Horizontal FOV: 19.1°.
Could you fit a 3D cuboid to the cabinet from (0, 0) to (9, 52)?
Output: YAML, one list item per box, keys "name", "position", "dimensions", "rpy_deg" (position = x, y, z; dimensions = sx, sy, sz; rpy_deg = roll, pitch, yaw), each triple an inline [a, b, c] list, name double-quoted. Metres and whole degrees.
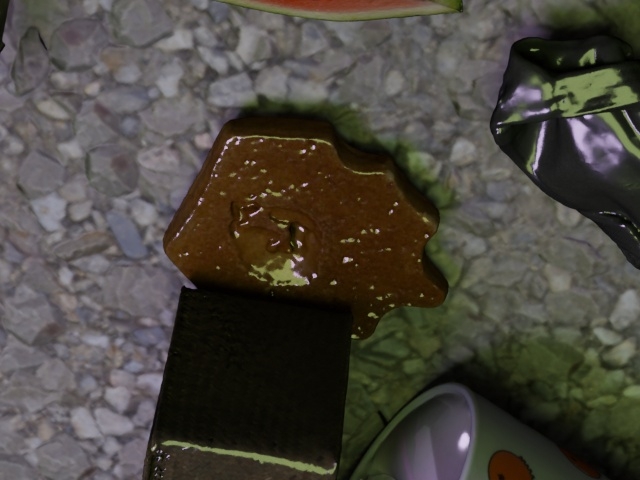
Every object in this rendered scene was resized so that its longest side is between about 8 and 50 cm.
- name: "cabinet"
  position: [-0.330, -0.216, 1.192]
  dimensions: [0.290, 0.227, 0.318]
  rpy_deg: [13, 109, -5]

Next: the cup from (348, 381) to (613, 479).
- name: "cup"
  position: [0.183, 0.279, 1.497]
  dimensions: [0.317, 0.212, 0.212]
  rpy_deg: [32, 118, -15]

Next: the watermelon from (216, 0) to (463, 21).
- name: "watermelon"
  position: [0.004, -0.231, 1.278]
  dimensions: [0.193, 0.137, 0.145]
  rpy_deg: [3, 87, 2]

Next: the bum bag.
- name: "bum bag"
  position: [0.254, -0.041, 1.382]
  dimensions: [0.326, 0.080, 0.142]
  rpy_deg: [40, 123, -22]

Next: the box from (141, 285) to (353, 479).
- name: "box"
  position: [-0.065, 0.195, 1.459]
  dimensions: [0.143, 0.184, 0.273]
  rpy_deg: [9, 130, -1]

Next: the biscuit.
- name: "biscuit"
  position: [0.000, -0.001, 1.443]
  dimensions: [0.215, 0.034, 0.182]
  rpy_deg: [24, 122, -12]
